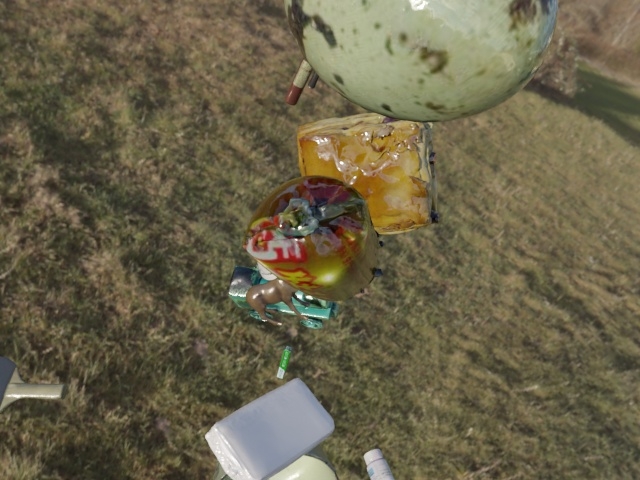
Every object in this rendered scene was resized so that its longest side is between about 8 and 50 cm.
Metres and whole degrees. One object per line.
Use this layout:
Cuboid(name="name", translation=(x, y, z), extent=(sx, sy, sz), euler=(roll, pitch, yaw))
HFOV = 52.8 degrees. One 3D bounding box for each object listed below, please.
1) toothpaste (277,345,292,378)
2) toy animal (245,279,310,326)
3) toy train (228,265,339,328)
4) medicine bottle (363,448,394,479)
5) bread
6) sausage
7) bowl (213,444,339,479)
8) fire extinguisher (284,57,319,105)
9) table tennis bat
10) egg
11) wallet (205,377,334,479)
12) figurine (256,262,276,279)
Cuboid(name="toothpaste", translation=(-0.085, 0.290, 1.532), extent=(0.017, 0.083, 0.020), euler=(19, 25, 6))
Cuboid(name="toy animal", translation=(-0.084, 0.110, 1.494), extent=(0.093, 0.214, 0.186), euler=(-79, 147, -54))
Cuboid(name="toy train", translation=(-0.100, 0.159, 1.805), extent=(0.298, 0.194, 0.120), euler=(6, 67, 15))
Cuboid(name="medicine bottle", translation=(0.140, 0.551, 1.546), extent=(0.052, 0.052, 0.089), euler=(5, 43, -32))
Cuboid(name="bread", translation=(0.082, -0.127, 1.381), extent=(0.325, 0.277, 0.167), euler=(6, 30, 29))
Cuboid(name="sausage", translation=(0.002, 0.001, 0.660), extent=(0.125, 0.117, 0.317), euler=(4, -6, 7))
Cuboid(name="bowl", translation=(-0.083, 0.377, 1.065), extent=(0.212, 0.211, 0.112), euler=(13, 29, -23))
Cuboid(name="fire extinguisher", translation=(-0.024, -0.350, 1.333), extent=(0.035, 0.173, 0.049), euler=(-17, 59, -41))
Cuboid(name="table tennis bat", translation=(-0.573, 0.262, 1.137), extent=(0.247, 0.022, 0.138), euler=(1, 49, 1))
Cuboid(name="egg", translation=(0.114, -0.292, 0.778), extent=(0.288, 0.287, 0.379), euler=(-8, 35, -41))
Cuboid(name="wallet", translation=(-0.059, 0.243, 0.822), extent=(0.095, 0.033, 0.190), euler=(47, 31, 17))
Cuboid(name="figurine", translation=(-0.030, 0.029, 1.230), extent=(0.154, 0.132, 0.132), euler=(19, 37, -32))
